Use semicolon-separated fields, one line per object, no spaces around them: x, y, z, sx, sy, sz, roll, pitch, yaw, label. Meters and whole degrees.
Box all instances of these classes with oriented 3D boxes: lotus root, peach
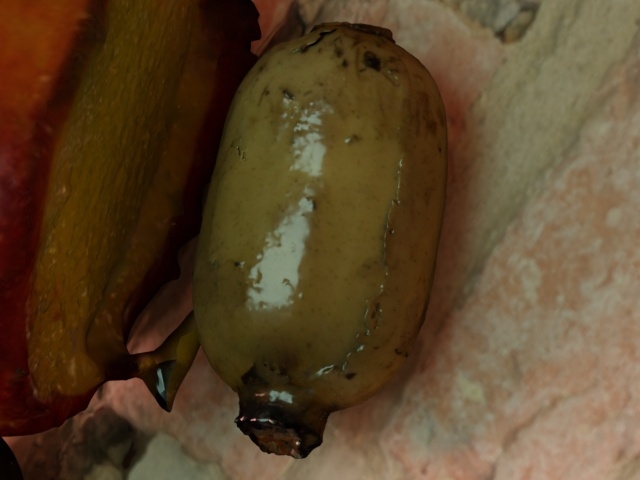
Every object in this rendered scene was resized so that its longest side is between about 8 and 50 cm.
0.000;0.000;1.194;0.160;0.146;0.284;1;76;48;lotus root
-0.227;-0.072;1.236;0.310;0.335;0.406;8;68;21;peach

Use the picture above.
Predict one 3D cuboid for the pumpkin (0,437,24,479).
-0.320;0.218;1.296;0.232;0.325;0.242;-13;46;-7;pumpkin
